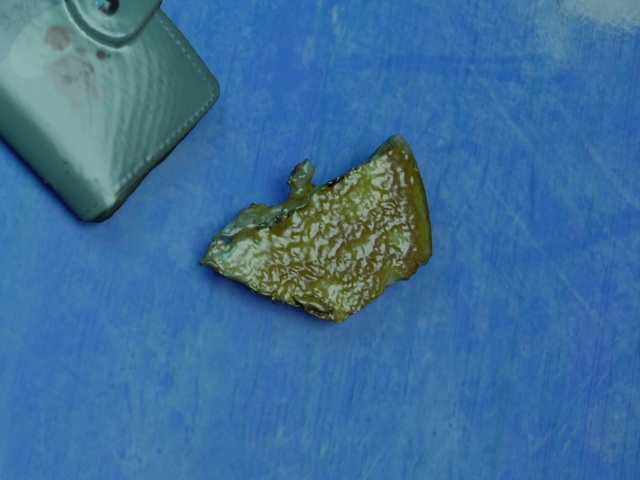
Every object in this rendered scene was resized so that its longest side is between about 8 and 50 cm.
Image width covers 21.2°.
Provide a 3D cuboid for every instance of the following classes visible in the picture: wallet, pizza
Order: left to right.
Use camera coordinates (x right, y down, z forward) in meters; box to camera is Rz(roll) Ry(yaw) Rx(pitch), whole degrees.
[{"bbox_3d":[-0.289,-0.223,1.899,0.360,0.083,0.252,47,69,-10],"label":"wallet"},{"bbox_3d":[0.000,0.000,1.991,0.297,0.071,0.189,-27,103,-24],"label":"pizza"}]
